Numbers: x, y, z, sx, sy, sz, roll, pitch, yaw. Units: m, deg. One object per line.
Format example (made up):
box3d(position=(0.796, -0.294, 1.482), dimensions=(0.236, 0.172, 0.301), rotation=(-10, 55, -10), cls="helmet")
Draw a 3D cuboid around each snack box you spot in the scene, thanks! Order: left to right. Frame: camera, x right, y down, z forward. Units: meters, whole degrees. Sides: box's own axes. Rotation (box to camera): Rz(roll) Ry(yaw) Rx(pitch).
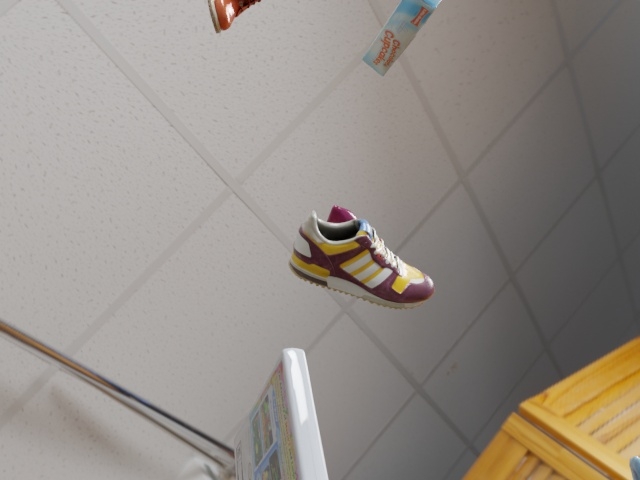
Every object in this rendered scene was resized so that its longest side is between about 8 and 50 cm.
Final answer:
box3d(position=(0.210, -0.474, 1.013), dimensions=(0.060, 0.187, 0.322), rotation=(37, -118, -5), cls="snack box")

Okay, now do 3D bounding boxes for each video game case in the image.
box3d(position=(-0.027, 0.175, 0.345), dimensions=(0.019, 0.157, 0.143), rotation=(6, -44, -22), cls="video game case")

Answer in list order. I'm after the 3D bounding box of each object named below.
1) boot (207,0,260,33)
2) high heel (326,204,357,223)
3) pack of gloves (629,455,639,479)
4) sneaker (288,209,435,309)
box3d(position=(-0.136, -0.399, 0.875), dimensions=(0.085, 0.158, 0.059), rotation=(1, -34, 8), cls="boot")
box3d(position=(0.000, 0.000, 1.257), dimensions=(0.117, 0.244, 0.082), rotation=(41, -129, -20), cls="high heel")
box3d(position=(0.469, 0.385, 0.644), dimensions=(0.046, 0.195, 0.232), rotation=(-27, -76, 4), cls="pack of gloves")
box3d(position=(0.060, 0.022, 0.631), dimensions=(0.185, 0.069, 0.084), rotation=(13, -63, -14), cls="sneaker")
